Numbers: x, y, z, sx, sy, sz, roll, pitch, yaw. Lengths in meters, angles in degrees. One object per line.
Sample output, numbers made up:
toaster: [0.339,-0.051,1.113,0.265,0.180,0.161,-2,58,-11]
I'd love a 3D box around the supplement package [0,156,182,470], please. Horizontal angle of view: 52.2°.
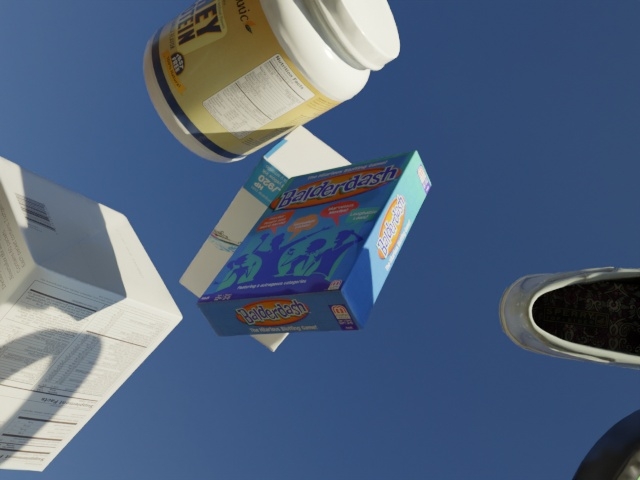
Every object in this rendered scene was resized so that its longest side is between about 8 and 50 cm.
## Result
supplement package: [-0.341,0.089,0.732,0.263,0.198,0.199,-47,-128,8]

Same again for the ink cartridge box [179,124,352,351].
ink cartridge box: [-0.048,-0.004,0.910,0.168,0.171,0.233,37,-62,-3]

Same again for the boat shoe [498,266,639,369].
boat shoe: [0.240,0.057,0.437,0.227,0.081,0.079,2,-94,6]

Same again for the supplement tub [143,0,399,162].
supplement tub: [-0.070,-0.271,0.933,0.316,0.228,0.228,-24,-94,28]

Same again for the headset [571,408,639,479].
headset: [0.284,0.311,0.438,0.243,0.185,0.395,13,-99,-8]

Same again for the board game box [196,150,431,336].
board game box: [0.000,0.000,0.625,0.160,0.210,0.047,-9,-57,34]
